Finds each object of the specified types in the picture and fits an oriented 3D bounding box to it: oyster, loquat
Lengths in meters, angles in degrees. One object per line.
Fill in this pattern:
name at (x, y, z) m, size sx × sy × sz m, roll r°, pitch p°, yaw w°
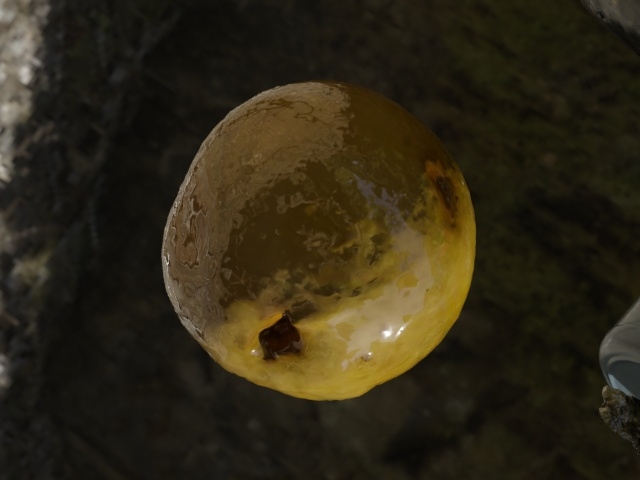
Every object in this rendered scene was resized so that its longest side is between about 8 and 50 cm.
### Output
oyster at (0.280, 0.166, 1.480) m, size 0.093 × 0.034 × 0.051 m, roll 45°, pitch 33°, yaw -41°
loquat at (0.000, 0.000, 1.058) m, size 0.208 × 0.208 × 0.208 m, roll -45°, pitch 156°, yaw -27°

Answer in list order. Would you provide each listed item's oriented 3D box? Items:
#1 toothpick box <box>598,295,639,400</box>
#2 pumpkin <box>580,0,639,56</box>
toothpick box at (0.476, 0.055, 1.718) m, size 0.354 × 0.263 × 0.263 m, roll -46°, pitch 157°, yaw -15°
pumpkin at (0.398, -0.351, 1.435) m, size 0.454 × 0.344 × 0.454 m, roll -53°, pitch -169°, yaw 15°
